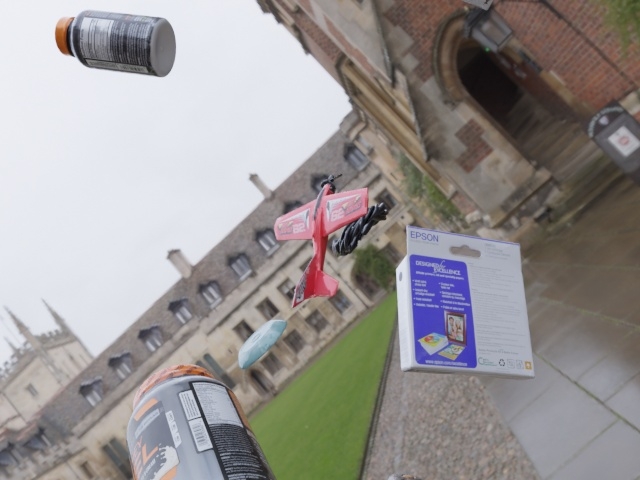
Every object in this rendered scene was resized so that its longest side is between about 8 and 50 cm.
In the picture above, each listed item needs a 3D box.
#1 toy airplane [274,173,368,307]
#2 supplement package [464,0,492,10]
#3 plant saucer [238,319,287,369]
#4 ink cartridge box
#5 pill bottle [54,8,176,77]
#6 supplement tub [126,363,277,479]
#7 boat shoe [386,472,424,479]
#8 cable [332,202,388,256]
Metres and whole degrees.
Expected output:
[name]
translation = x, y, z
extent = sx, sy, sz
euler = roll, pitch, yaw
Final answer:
[toy airplane]
translation = 0.000, 0.000, 0.554
extent = 0.151, 0.028, 0.151
euler = -33, 43, 37
[supplement package]
translation = 0.280, -0.579, 1.062
extent = 0.133, 0.139, 0.244
euler = 117, 162, -46
[plant saucer]
translation = -0.110, 0.182, 1.001
extent = 0.119, 0.021, 0.119
euler = -41, 8, 8
[ink cartridge box]
translation = 0.211, 0.093, 0.811
extent = 0.207, 0.208, 0.045
euler = 9, -22, -19
[pill bottle]
translation = -0.463, -0.446, 1.241
extent = 0.130, 0.246, 0.130
euler = 10, -90, -82
[supplement tub]
translation = -0.190, 0.346, 0.857
extent = 0.194, 0.193, 0.316
euler = -42, 35, -4
[boat shoe]
translation = 0.177, 0.535, 0.827
extent = 0.132, 0.355, 0.130
euler = 25, -67, -37
[cable]
translation = 0.092, -0.023, 1.202
extent = 0.151, 0.047, 0.184
euler = -37, -11, -11
